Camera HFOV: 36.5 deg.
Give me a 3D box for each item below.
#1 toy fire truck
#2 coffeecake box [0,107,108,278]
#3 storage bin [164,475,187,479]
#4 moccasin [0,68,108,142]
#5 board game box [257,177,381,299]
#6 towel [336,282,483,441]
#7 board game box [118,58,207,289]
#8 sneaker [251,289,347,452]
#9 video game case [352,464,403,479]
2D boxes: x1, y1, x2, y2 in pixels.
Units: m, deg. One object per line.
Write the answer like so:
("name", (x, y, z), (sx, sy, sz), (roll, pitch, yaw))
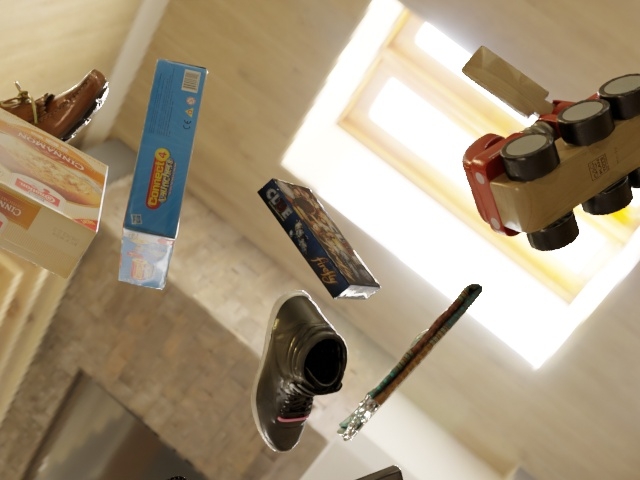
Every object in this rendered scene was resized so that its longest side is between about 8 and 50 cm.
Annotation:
("toy fire truck", (0.239, -0.123, 1.116), (0.217, 0.158, 0.246), (-32, 25, -17))
("coffeecake box", (-0.315, -0.055, 1.058), (0.068, 0.142, 0.185), (-54, 22, 17))
("storage bin", (-0.253, 0.435, 1.392), (0.180, 0.122, 0.084), (-22, -56, -8))
("moccasin", (-0.562, -0.210, 1.799), (0.380, 0.147, 0.139), (-29, 15, 16))
("board game box", (0.000, 0.000, 1.759), (0.042, 0.243, 0.165), (-41, -17, 15))
("towel", (0.145, 0.214, 1.673), (0.271, 0.040, 0.370), (-46, -10, -19))
("board game box", (-0.277, -0.105, 1.679), (0.302, 0.086, 0.308), (125, 154, -67))
("sneaker", (-0.034, 0.243, 1.573), (0.105, 0.147, 0.295), (-3, -67, -26))
("video game case", (-0.004, 0.423, 1.239), (0.274, 0.196, 0.026), (-17, 14, -20))
